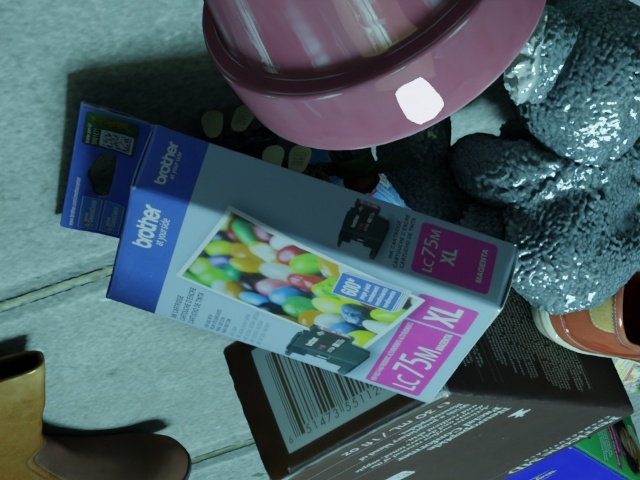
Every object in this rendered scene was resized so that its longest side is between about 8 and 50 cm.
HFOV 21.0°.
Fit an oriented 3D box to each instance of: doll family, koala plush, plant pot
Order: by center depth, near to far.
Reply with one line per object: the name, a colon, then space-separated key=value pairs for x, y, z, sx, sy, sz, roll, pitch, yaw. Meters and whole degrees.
plant pot: x=0.002 y=-0.179 z=0.938 sx=0.201 sy=0.201 sz=0.180 roll=-25 pitch=136 yaw=13
koala plush: x=0.177 y=-0.085 z=1.223 sx=0.196 sy=0.203 sz=0.221 roll=-3 pitch=137 yaw=-27
doll family: x=-0.041 y=-0.040 z=1.258 sx=0.193 sy=0.076 sz=0.111 roll=4 pitch=154 yaw=16

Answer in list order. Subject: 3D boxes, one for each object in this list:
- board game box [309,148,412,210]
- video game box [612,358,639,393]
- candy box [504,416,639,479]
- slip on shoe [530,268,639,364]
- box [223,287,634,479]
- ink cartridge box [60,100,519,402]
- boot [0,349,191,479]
board game box: x=0.000 y=0.000 z=1.406 sx=0.160 sy=0.039 sz=0.211 roll=-27 pitch=151 yaw=17
video game box: x=0.385 y=0.090 z=1.790 sx=0.187 sy=0.048 sz=0.205 roll=-11 pitch=152 yaw=-19
candy box: x=0.189 y=0.255 z=1.895 sx=0.268 sy=0.122 sz=0.317 roll=-27 pitch=152 yaw=18
slip on shoe: x=0.341 y=0.066 z=1.593 sx=0.331 sy=0.123 sz=0.101 roll=8 pitch=175 yaw=-38
box: x=0.108 y=0.129 z=1.552 sx=0.191 sy=0.143 sz=0.381 roll=-32 pitch=158 yaw=26
ink cartridge box: x=-0.037 y=0.015 z=1.218 sx=0.311 sy=0.065 sz=0.186 roll=20 pitch=151 yaw=-3
boot: x=-0.249 y=0.170 z=1.554 sx=0.264 sy=0.096 sz=0.280 roll=-6 pitch=144 yaw=-7
